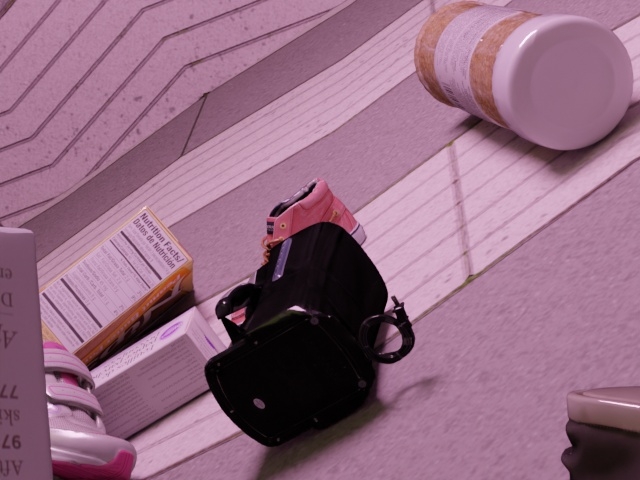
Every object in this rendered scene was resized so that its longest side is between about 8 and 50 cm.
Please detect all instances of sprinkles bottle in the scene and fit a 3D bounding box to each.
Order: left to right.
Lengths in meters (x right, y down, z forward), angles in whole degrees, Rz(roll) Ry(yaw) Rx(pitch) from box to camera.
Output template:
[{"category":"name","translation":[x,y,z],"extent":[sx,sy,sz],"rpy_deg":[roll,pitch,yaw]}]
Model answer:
[{"category":"sprinkles bottle","translation":[0.190,-0.171,1.516],"extent":[0.121,0.121,0.355],"rpy_deg":[-37,16,-2]}]

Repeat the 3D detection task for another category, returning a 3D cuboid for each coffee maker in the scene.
[{"category":"coffee maker","translation":[0.005,0.070,1.269],"extent":[0.171,0.120,0.178],"rpy_deg":[-8,24,12]}]

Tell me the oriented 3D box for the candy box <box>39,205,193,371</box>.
[{"category":"candy box","translation":[-0.285,0.106,1.692],"extent":[0.316,0.087,0.183],"rpy_deg":[-40,-5,-11]}]

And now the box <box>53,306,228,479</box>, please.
[{"category":"box","translation":[-0.238,0.180,1.520],"extent":[0.324,0.067,0.063],"rpy_deg":[-33,16,16]}]

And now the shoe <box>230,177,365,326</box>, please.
[{"category":"shoe","translation":[-0.040,0.017,1.536],"extent":[0.178,0.081,0.063],"rpy_deg":[-42,16,-19]}]

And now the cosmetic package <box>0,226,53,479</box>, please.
[{"category":"cosmetic package","translation":[-0.388,0.202,0.964],"extent":[0.329,0.393,0.327],"rpy_deg":[10,-23,-44]}]

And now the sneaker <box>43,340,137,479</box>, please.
[{"category":"sneaker","translation":[-0.258,0.151,1.425],"extent":[0.252,0.103,0.111],"rpy_deg":[19,78,38]}]

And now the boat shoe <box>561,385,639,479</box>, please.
[{"category":"boat shoe","translation":[0.233,0.123,0.669],"extent":[0.112,0.095,0.335],"rpy_deg":[-4,2,-30]}]
